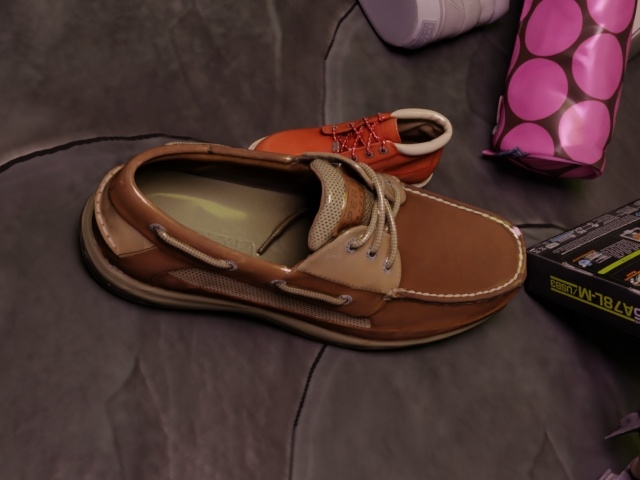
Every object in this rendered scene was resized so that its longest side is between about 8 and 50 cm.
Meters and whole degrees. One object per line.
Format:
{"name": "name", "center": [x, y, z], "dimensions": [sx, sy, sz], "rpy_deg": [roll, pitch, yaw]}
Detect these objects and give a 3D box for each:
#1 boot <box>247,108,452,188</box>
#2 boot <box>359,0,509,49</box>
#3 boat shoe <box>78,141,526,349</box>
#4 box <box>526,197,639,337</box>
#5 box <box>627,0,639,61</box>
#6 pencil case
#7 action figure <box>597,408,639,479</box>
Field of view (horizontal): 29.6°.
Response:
{"name": "boot", "center": [0.022, -0.072, 0.920], "dimensions": [0.158, 0.084, 0.059], "rpy_deg": [-4, 70, -20]}
{"name": "boot", "center": [0.067, -0.288, 1.062], "dimensions": [0.123, 0.095, 0.258], "rpy_deg": [-18, 79, -35]}
{"name": "boat shoe", "center": [0.000, 0.000, 0.847], "dimensions": [0.324, 0.120, 0.122], "rpy_deg": [4, 65, -18]}
{"name": "box", "center": [0.287, 0.017, 0.930], "dimensions": [0.191, 0.045, 0.184], "rpy_deg": [-22, 29, -30]}
{"name": "box", "center": [0.214, -0.293, 1.084], "dimensions": [0.275, 0.094, 0.113], "rpy_deg": [52, 14, 11]}
{"name": "pencil case", "center": [0.199, -0.158, 0.984], "dimensions": [0.095, 0.098, 0.209], "rpy_deg": [14, 89, -54]}
{"name": "action figure", "center": [0.260, 0.208, 0.809], "dimensions": [0.099, 0.185, 0.285], "rpy_deg": [-9, 79, -15]}
